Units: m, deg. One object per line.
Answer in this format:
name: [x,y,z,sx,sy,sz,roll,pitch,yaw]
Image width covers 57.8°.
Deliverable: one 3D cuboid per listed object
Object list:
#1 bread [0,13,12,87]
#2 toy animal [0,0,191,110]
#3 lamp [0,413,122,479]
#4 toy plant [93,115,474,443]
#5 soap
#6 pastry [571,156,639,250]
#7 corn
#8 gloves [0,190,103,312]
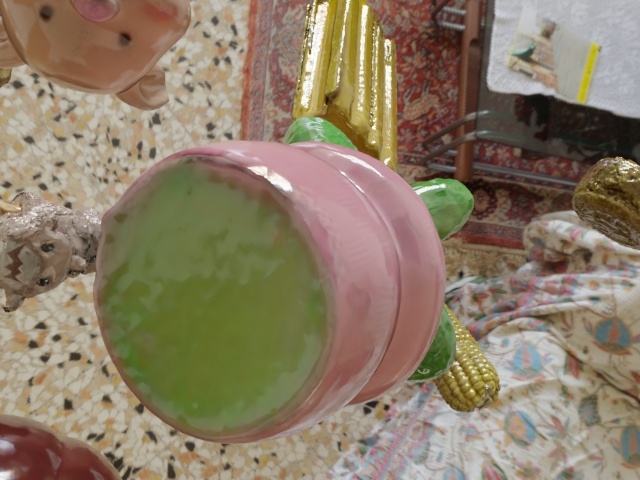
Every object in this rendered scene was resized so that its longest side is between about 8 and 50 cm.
bread: [-0.522,-0.267,0.747,0.167,0.325,0.277,-7,85,-48]
toy animal: [-0.173,-0.242,0.458,0.165,0.149,0.247,16,92,-17]
lamp: [-0.281,0.285,0.437,0.303,0.257,0.302,-1,91,-29]
toy plant: [-0.006,0.003,0.482,0.356,0.211,0.316,-12,70,-58]
soap: [0.049,-0.271,0.977,0.204,0.096,0.324,45,40,-44]
pastry: [0.310,-0.036,0.590,0.057,0.097,0.109,-52,136,-1]
corn: [0.180,0.151,0.944,0.101,0.101,0.291,-25,54,-17]
gloves: [-0.294,0.006,0.630,0.144,0.094,0.110,-32,132,-46]
